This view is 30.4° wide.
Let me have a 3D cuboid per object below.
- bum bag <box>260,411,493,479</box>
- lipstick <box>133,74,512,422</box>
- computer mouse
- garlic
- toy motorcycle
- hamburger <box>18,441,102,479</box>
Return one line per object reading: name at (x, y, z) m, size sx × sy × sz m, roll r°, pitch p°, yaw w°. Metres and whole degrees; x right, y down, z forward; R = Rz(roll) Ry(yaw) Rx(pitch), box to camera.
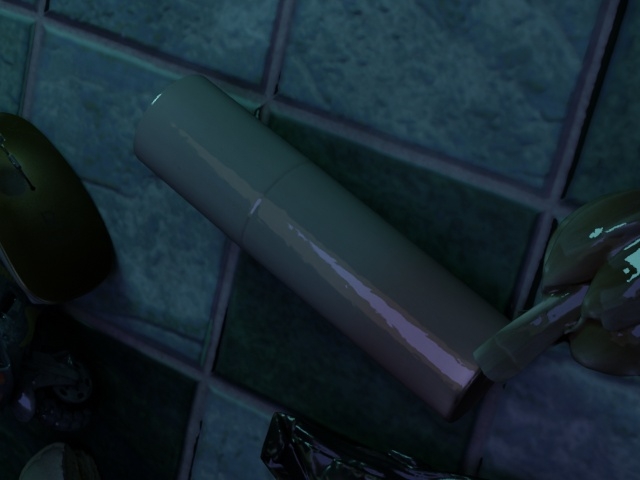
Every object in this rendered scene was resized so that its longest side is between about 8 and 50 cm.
bum bag at (0.063, 0.210, 0.904) m, size 0.248 × 0.069 × 0.102 m, roll 16°, pitch 131°, yaw 25°
lipstick at (0.000, 0.000, 0.891) m, size 0.327 × 0.087 × 0.087 m, roll 39°, pitch 116°, yaw 19°
computer mouse at (-0.260, -0.035, 1.036) m, size 0.199 × 0.102 × 0.045 m, roll 57°, pitch 137°, yaw 11°
garlic at (0.190, 0.043, 0.758) m, size 0.194 × 0.127 × 0.131 m, roll -42°, pitch 60°, yaw 20°
toy motorcycle at (-0.313, 0.047, 1.038) m, size 0.108 × 0.173 × 0.307 m, roll -39°, pitch 80°, yaw 32°
hamburger at (-0.244, 0.250, 1.107) m, size 0.084 × 0.054 × 0.121 m, roll -19°, pitch 87°, yaw 36°
